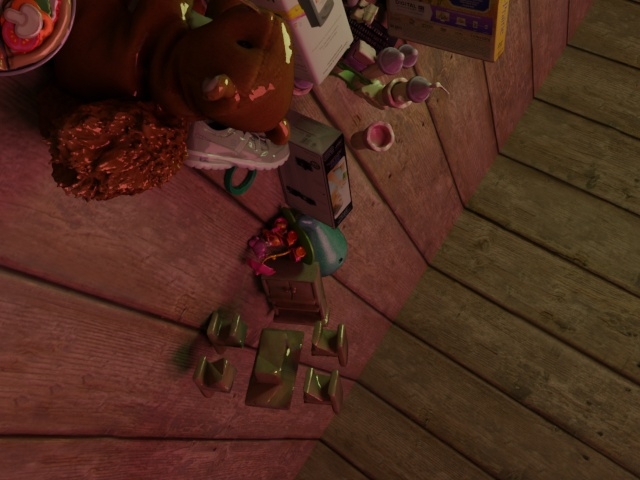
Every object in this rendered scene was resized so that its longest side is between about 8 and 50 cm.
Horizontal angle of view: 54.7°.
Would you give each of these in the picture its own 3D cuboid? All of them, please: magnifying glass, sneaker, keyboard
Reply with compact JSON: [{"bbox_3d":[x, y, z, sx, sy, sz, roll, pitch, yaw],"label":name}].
[{"bbox_3d":[-0.170,-0.209,1.414,0.092,0.026,0.231,-24,139,-50],"label":"magnifying glass"},{"bbox_3d":[-0.166,-0.211,1.300,0.281,0.105,0.115,-11,117,-49],"label":"sneaker"},{"bbox_3d":[0.126,-0.546,1.573,0.317,0.033,0.201,-2,119,-61],"label":"keyboard"}]

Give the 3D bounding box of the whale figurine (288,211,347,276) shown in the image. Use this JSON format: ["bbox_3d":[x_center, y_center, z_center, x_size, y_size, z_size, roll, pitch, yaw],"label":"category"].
[{"bbox_3d":[0.000,0.000,1.801,0.216,0.141,0.272,-46,151,-25],"label":"whale figurine"}]

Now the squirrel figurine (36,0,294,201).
[{"bbox_3d":[-0.223,-0.217,0.904,0.397,0.370,0.281,-58,155,-1],"label":"squirrel figurine"}]

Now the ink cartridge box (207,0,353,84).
[{"bbox_3d":[-0.093,-0.439,1.071,0.131,0.226,0.306,-55,153,-11],"label":"ink cartridge box"}]

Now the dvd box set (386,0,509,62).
[{"bbox_3d":[0.282,-0.633,1.403,0.062,0.308,0.420,-47,146,-29],"label":"dvd box set"}]

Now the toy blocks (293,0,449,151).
[{"bbox_3d":[0.100,-0.382,1.289,0.289,0.260,0.309,30,83,-20],"label":"toy blocks"}]

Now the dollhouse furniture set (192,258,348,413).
[{"bbox_3d":[-0.099,0.285,1.709,0.256,0.362,0.394,78,18,-52],"label":"dollhouse furniture set"}]

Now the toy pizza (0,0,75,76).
[{"bbox_3d":[-0.405,-0.303,0.752,0.201,0.032,0.201,-6,106,-22],"label":"toy pizza"}]

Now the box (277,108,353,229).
[{"bbox_3d":[-0.019,-0.173,1.557,0.087,0.169,0.290,-50,151,-24],"label":"box"}]

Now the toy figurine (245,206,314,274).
[{"bbox_3d":[-0.126,0.019,1.640,0.159,0.173,0.130,-26,-176,-23],"label":"toy figurine"}]
